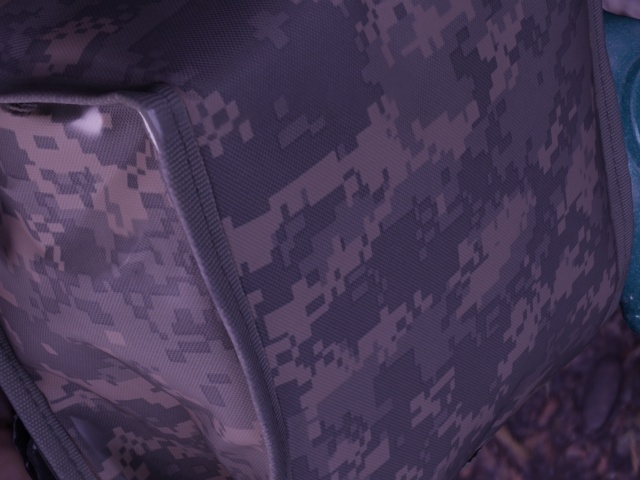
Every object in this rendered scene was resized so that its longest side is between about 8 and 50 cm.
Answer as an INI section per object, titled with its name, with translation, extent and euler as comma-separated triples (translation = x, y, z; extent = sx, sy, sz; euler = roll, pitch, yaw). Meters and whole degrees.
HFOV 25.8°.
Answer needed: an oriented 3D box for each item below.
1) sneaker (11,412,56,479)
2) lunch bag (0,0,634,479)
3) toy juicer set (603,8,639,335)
[sneaker]
translation = -0.044, 0.101, 0.606
extent = 0.170, 0.051, 0.089
euler = -8, 102, -25
[lunch bag]
translation = 0.000, 0.000, 0.525
extent = 0.235, 0.169, 0.287
euler = -44, 134, -35
[toy juicer set]
translation = 0.164, -0.071, 0.687
extent = 0.329, 0.089, 0.209
euler = 51, 59, -15
